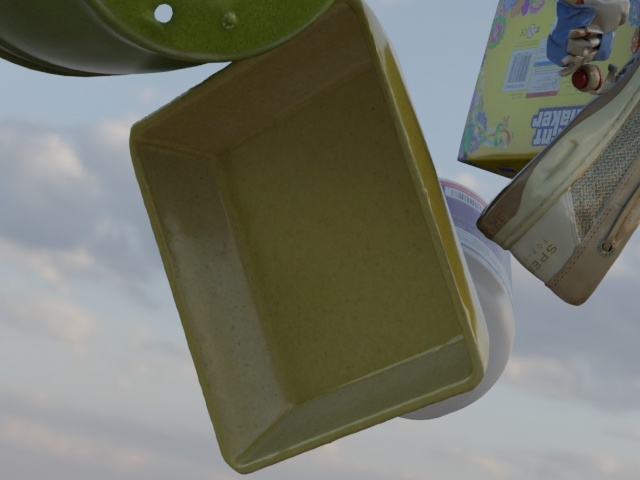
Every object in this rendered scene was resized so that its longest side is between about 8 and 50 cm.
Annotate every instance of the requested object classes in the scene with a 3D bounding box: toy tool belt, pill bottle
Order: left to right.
[{"bbox_3d":[0.101,0.060,1.878,0.181,0.182,0.323,12,18,1],"label":"pill bottle"},{"bbox_3d":[0.171,-0.137,1.270,0.051,0.083,0.052,-11,32,-33],"label":"toy tool belt"}]

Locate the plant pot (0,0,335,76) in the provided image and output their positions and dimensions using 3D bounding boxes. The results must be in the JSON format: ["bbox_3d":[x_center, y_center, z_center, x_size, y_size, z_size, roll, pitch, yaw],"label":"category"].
[{"bbox_3d":[-0.130,-0.280,1.455,0.366,0.367,0.353,18,6,-25],"label":"plant pot"}]

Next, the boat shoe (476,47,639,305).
[{"bbox_3d":[0.264,-0.089,1.426,0.110,0.341,0.121,44,-17,5],"label":"boat shoe"}]

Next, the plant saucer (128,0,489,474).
[{"bbox_3d":[0.000,0.000,1.603,0.081,0.333,0.332,-10,-11,-43],"label":"plant saucer"}]

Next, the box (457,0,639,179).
[{"bbox_3d":[0.327,-0.117,1.729,0.279,0.177,0.290,17,-5,-22],"label":"box"}]
